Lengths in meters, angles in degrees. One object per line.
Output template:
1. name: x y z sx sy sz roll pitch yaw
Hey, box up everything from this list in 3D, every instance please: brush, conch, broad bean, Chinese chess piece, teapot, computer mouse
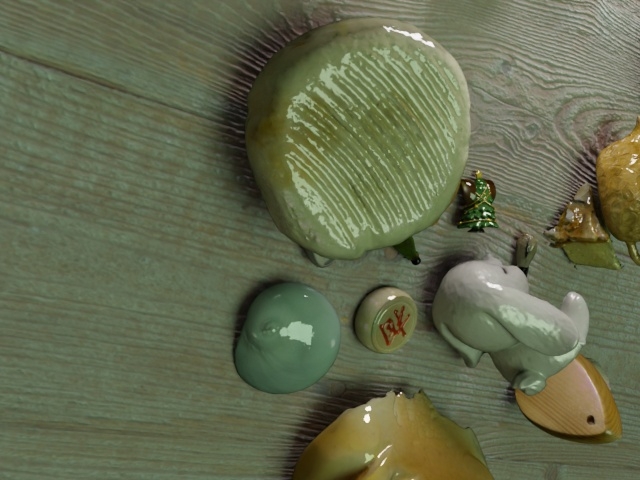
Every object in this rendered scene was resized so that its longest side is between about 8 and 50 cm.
1. brush: 0.389 0.125 2.200 0.039 0.042 0.299 -13 118 -42
2. conch: -0.053 0.173 1.815 0.185 0.121 0.221 -16 128 0
3. broad bean: 0.096 -0.033 1.883 0.297 0.043 0.060 31 98 -44
4. Chinese chess piece: 0.117 0.142 1.972 0.122 0.051 0.122 -17 118 -34
5. brush: 0.533 0.337 2.260 0.166 0.267 0.174 25 103 -40
6. teapot: 0.649 -0.093 2.188 0.203 0.167 0.311 -33 110 -64
7. computer mouse: -0.002 -0.001 1.819 0.066 0.039 0.096 -37 136 -22

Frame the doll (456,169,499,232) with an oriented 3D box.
1. doll: 0.294 -0.066 2.011 0.078 0.077 0.113 0 108 -31

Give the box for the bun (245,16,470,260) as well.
1. bun: 0.051 -0.159 1.671 0.365 0.219 0.365 -5 103 -21

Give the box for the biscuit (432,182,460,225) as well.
1. biscuit: 0.176 -0.135 1.910 0.184 0.035 0.248 -35 128 -23

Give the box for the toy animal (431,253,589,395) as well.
1. toy animal: 0.332 0.145 2.043 0.265 0.272 0.206 41 55 -30

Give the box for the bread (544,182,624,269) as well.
1. bread: 0.550 -0.024 2.234 0.147 0.127 0.152 47 60 -42

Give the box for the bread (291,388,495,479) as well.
1. bread: 0.159 0.448 2.008 0.424 0.245 0.328 21 94 -40
